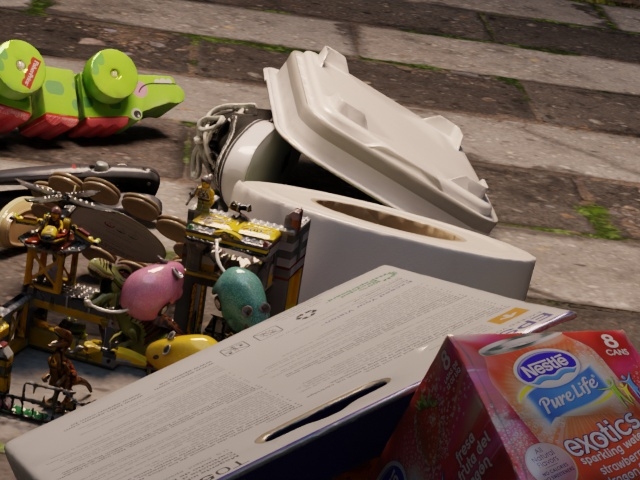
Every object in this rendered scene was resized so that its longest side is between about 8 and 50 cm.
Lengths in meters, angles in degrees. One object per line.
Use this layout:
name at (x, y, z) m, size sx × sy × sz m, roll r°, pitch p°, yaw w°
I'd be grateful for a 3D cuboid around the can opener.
can opener at (-0.259, -0.057, 2.021) m, size 0.186 × 0.059 × 0.073 m, roll 5°, pitch 19°, yaw -13°

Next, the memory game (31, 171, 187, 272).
memory game at (-0.187, -0.009, 1.786) m, size 0.186 × 0.186 × 0.012 m, roll 18°, pitch 65°, yaw 9°

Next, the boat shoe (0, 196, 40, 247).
boat shoe at (-0.275, -0.019, 1.914) m, size 0.045 × 0.050 × 0.135 m, roll 12°, pitch 18°, yaw 26°

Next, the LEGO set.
LEGO set at (-0.156, 0.041, 1.566) m, size 0.331 × 0.192 × 0.255 m, roll 16°, pitch 20°, yaw 21°

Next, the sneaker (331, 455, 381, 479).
sneaker at (0.014, 0.163, 1.404) m, size 0.180 × 0.125 × 0.321 m, roll -14°, pitch 11°, yaw -18°

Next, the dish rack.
dish rack at (0.076, -0.115, 2.169) m, size 0.285 × 0.072 × 0.333 m, roll 31°, pitch 15°, yaw -14°

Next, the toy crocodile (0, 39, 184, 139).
toy crocodile at (-0.316, -0.163, 2.250) m, size 0.340 × 0.105 × 0.115 m, roll 0°, pitch -16°, yaw -39°

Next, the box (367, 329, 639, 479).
box at (0.104, 0.180, 1.149) m, size 0.128 × 0.257 × 0.123 m, roll 0°, pitch 46°, yaw -27°

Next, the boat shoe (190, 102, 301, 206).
boat shoe at (-0.091, -0.104, 2.149) m, size 0.105 × 0.113 × 0.306 m, roll 16°, pitch 19°, yaw 6°

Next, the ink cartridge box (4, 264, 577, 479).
ink cartridge box at (-0.027, 0.121, 1.267) m, size 0.324 × 0.071 × 0.330 m, roll -24°, pitch 13°, yaw -15°

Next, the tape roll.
tape roll at (0.049, 0.026, 1.761) m, size 0.286 × 0.100 × 0.286 m, roll 14°, pitch 7°, yaw -2°

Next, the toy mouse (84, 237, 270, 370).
toy mouse at (-0.094, 0.043, 1.473) m, size 0.161 × 0.031 × 0.143 m, roll 18°, pitch 52°, yaw 2°
